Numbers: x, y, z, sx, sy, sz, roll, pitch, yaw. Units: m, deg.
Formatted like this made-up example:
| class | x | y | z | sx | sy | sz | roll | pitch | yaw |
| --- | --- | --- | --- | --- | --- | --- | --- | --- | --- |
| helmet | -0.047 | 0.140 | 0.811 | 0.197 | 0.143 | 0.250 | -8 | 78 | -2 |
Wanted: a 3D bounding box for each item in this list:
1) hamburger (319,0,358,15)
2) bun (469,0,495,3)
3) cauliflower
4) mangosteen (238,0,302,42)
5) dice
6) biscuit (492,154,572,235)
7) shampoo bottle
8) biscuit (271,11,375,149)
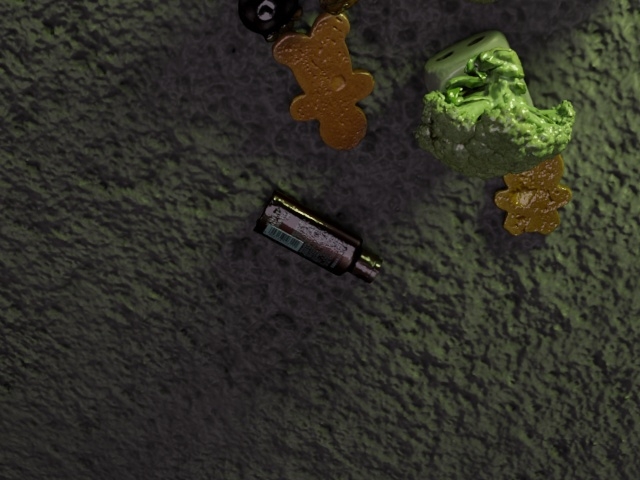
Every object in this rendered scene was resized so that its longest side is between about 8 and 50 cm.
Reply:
| class | x | y | z | sx | sy | sz | roll | pitch | yaw |
| --- | --- | --- | --- | --- | --- | --- | --- | --- | --- |
| hamburger | 0.044 | -0.582 | 1.570 | 0.244 | 0.244 | 0.163 | -38 | 116 | 21 |
| bun | 0.320 | -0.585 | 1.581 | 0.244 | 0.153 | 0.244 | 3 | 120 | 5 |
| cauliflower | 0.334 | -0.248 | 1.517 | 0.272 | 0.275 | 0.250 | -6 | 78 | 42 |
| mangosteen | -0.104 | -0.498 | 1.686 | 0.137 | 0.137 | 0.151 | -30 | 124 | 19 |
| dice | 0.338 | -0.328 | 1.676 | 0.192 | 0.194 | 0.193 | -24 | 109 | 18 |
| biscuit | 0.500 | -0.128 | 1.839 | 0.184 | 0.035 | 0.249 | -4 | 114 | 8 |
| shampoo bottle | 0.000 | 0.000 | 1.934 | 0.323 | 0.084 | 0.129 | 27 | 118 | -8 |
| biscuit | 0.016 | -0.347 | 1.762 | 0.205 | 0.049 | 0.324 | -25 | 122 | 6 |
